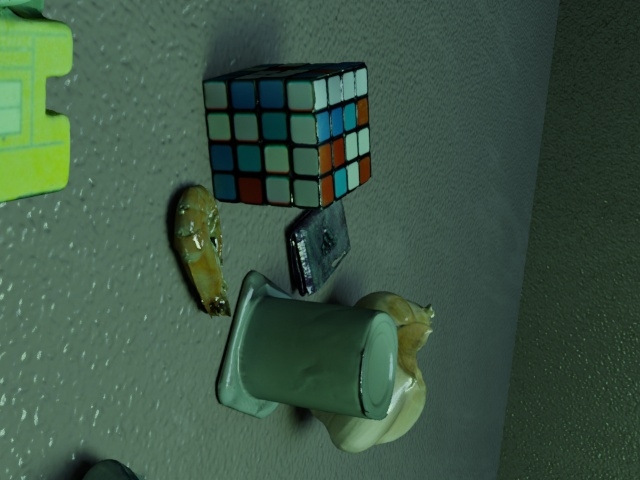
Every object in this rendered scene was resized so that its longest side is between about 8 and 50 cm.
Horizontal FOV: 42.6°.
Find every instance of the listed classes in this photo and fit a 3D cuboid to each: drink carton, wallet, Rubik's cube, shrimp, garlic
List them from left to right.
[{"bbox_3d":[-0.136,0.017,0.973,0.099,0.041,0.180,-72,155,-58],"label":"shrimp"},{"bbox_3d":[-0.035,-0.134,1.010,0.154,0.151,0.155,-36,127,-59],"label":"Rubik's cube"},{"bbox_3d":[-0.002,0.152,1.109,0.191,0.190,0.185,47,48,-59],"label":"drink carton"},{"bbox_3d":[-0.001,0.000,1.255,0.166,0.030,0.111,-47,132,-54],"label":"wallet"},{"bbox_3d":[0.062,0.206,1.283,0.281,0.185,0.203,-84,-162,-46],"label":"garlic"}]

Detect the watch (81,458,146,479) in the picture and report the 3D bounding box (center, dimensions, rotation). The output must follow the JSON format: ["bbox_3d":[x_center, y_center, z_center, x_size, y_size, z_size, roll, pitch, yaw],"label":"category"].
[{"bbox_3d":[-0.148,0.304,0.820,0.068,0.206,0.193,-51,127,-13],"label":"watch"}]

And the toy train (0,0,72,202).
[{"bbox_3d":[-0.304,-0.107,0.431,0.442,0.179,0.272,-24,124,-62],"label":"toy train"}]
